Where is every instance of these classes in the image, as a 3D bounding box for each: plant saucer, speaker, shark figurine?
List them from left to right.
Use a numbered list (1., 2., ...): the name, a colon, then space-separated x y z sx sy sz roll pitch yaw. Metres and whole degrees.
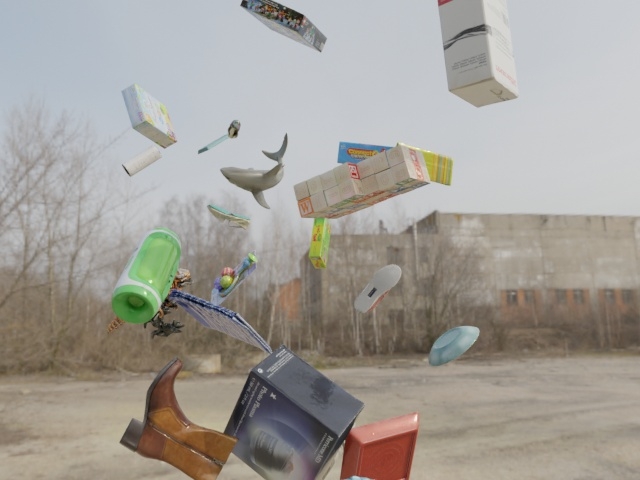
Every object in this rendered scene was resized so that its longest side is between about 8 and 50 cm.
1. speaker: -0.645 -0.287 1.989 0.136 0.055 0.055 -39 4 -20
2. speaker: -0.469 0.088 1.508 0.131 0.131 0.297 -2 34 3
3. plant saucer: -0.445 -0.414 2.338 0.067 0.018 0.192 -14 20 34
4. shark figurine: -0.139 -0.205 1.584 0.116 0.166 0.278 -44 -1 39
5. plant saucer: 0.187 0.661 1.668 0.258 0.259 0.047 -5 23 -26
6. plant saucer: 0.415 0.325 1.762 0.195 0.037 0.195 -37 2 1

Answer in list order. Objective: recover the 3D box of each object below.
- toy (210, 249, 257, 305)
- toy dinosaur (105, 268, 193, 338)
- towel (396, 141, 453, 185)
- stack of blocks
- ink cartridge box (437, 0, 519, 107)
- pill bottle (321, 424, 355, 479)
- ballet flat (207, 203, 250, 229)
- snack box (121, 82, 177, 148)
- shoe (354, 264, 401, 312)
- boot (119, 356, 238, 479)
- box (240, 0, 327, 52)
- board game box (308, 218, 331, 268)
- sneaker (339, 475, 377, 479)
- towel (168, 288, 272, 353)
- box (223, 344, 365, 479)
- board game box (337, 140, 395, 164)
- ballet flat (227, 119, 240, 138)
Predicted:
1. toy: -0.326 0.130 1.974 0.237 0.137 0.056 -40 -64 12
2. toy dinosaur: -0.597 0.222 1.951 0.321 0.164 0.219 -18 -49 -3
3. towel: 0.350 -0.256 1.864 0.237 0.102 0.021 10 -7 -26
4. stack of blocks: 0.103 -0.141 1.387 0.297 0.087 0.171 -20 -10 31
5. ink cartridge box: 0.381 -0.480 1.331 0.114 0.273 0.197 -10 -7 36
6. pill bottle: -0.017 0.668 1.782 0.161 0.161 0.283 -11 26 45
7. ballet flat: -0.328 -0.078 1.952 0.168 0.052 0.057 20 10 -24
8. snack box: -0.646 -0.468 2.091 0.070 0.175 0.207 -26 -18 13
9. shoe: 0.168 0.144 1.627 0.063 0.178 0.081 43 -2 12
10. boot: -0.347 0.483 1.475 0.280 0.264 0.096 28 -25 -7
11. box: -0.085 -0.548 1.389 0.159 0.044 0.233 28 13 9
12. board game box: 0.000 0.000 1.995 0.043 0.182 0.092 -1 -30 15
13. sneaker: 0.111 0.568 1.165 0.150 0.135 0.365 36 -45 -23
14. towel: -0.336 0.270 1.829 0.335 0.040 0.243 14 -29 38
15. box: -0.083 0.509 1.533 0.294 0.296 0.182 32 27 16
16. board game box: 0.238 -0.339 2.254 0.301 0.086 0.308 8 8 8
17. ballet flat: -0.296 -0.365 1.853 0.041 0.041 0.114 2 -17 -17
